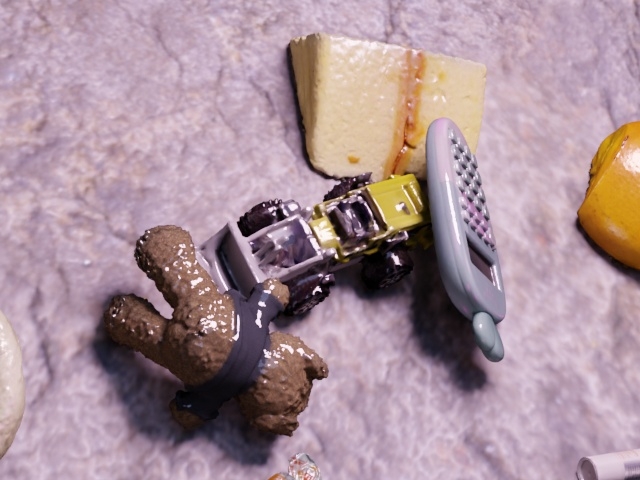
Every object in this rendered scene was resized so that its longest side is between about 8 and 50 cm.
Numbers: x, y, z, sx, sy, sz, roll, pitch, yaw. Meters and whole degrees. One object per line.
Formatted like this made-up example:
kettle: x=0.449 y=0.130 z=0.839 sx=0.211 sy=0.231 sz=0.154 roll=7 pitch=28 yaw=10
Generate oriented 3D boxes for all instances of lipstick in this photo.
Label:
lipstick: x=0.368 y=0.263 z=1.660 sx=0.141 sy=0.040 sz=0.040 roll=-3 pitch=62 yaw=-25

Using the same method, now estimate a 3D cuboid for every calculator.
calculator: x=0.170 y=-0.003 z=1.669 sx=0.041 sy=0.185 sz=0.299 roll=-14 pitch=69 yaw=18

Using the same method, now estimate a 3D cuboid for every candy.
candy: x=-0.065 y=0.282 z=1.464 sx=0.182 sy=0.046 sz=0.053 roll=-31 pitch=72 yaw=-39

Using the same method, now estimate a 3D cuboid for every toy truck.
toy truck: x=0.000 y=0.000 z=1.623 sx=0.285 sy=0.111 sz=0.136 roll=-19 pitch=71 yaw=-28

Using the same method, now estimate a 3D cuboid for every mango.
mango: x=0.469 y=-0.037 z=1.827 sx=0.257 sy=0.138 sz=0.187 roll=25 pitch=66 yaw=1

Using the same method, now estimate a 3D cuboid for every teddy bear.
teddy bear: x=-0.115 y=0.108 z=1.492 sx=0.251 sy=0.129 sz=0.182 roll=33 pitch=96 yaw=-2

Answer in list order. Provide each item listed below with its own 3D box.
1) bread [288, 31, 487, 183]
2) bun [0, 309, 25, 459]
bread: x=0.075 y=-0.159 z=1.804 sx=0.240 sy=0.135 sz=0.178 roll=6 pitch=92 yaw=-20
bun: x=-0.401 y=0.131 z=1.352 sx=0.243 sy=0.153 sz=0.244 roll=5 pitch=80 yaw=-27
